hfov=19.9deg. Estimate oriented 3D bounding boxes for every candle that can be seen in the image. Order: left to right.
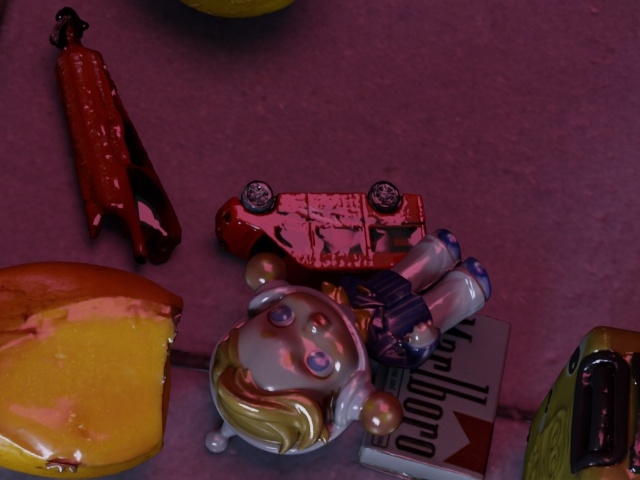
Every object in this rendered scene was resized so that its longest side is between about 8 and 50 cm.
[{"bbox_3d":[-0.205,-0.106,1.740,0.084,0.059,0.302,-1,57,-31],"label":"candle"}]

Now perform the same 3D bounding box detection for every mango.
[{"bbox_3d":[-0.252,0.104,1.532,0.257,0.138,0.187,8,72,-5],"label":"mango"}]

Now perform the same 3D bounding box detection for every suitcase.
[{"bbox_3d":[0.255,0.202,1.530,0.143,0.235,0.194,13,53,-5],"label":"suitcase"}]

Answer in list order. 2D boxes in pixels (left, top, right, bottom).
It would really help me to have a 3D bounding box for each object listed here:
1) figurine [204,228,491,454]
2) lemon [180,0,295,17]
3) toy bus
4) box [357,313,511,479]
[{"bbox_3d":[0.014,0.080,1.611,0.193,0.133,0.274,30,56,11],"label":"figurine"},{"bbox_3d":[-0.090,-0.352,1.840,0.235,0.236,0.263,-9,84,-20],"label":"lemon"},{"bbox_3d":[0.000,0.000,1.708,0.195,0.081,0.089,0,65,-16],"label":"toy bus"},{"bbox_3d":[0.105,0.137,1.662,0.115,0.036,0.177,17,53,-2],"label":"box"}]
